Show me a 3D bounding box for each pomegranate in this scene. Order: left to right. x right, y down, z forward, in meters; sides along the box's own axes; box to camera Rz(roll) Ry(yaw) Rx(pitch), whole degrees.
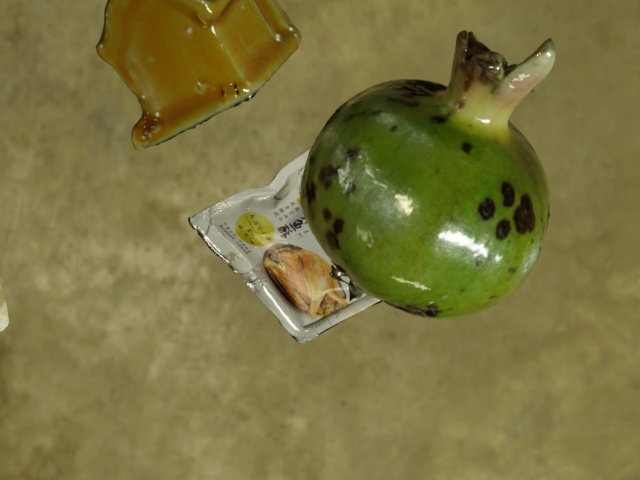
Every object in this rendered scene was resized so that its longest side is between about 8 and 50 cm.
[{"bbox_3d":[0.057,-0.035,0.664,0.122,0.122,0.161,19,121,-17],"label":"pomegranate"}]

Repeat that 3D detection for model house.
[{"bbox_3d":[-0.159,-0.283,1.779,0.173,0.268,0.239,-14,116,31],"label":"model house"}]

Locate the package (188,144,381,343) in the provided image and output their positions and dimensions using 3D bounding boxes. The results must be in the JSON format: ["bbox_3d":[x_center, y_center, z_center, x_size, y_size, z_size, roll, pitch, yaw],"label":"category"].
[{"bbox_3d":[0.000,0.000,1.259,0.173,0.027,0.171,-29,119,24],"label":"package"}]

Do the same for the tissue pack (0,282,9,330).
[{"bbox_3d":[-0.274,-0.033,0.900,0.092,0.196,0.148,-22,162,-5],"label":"tissue pack"}]
